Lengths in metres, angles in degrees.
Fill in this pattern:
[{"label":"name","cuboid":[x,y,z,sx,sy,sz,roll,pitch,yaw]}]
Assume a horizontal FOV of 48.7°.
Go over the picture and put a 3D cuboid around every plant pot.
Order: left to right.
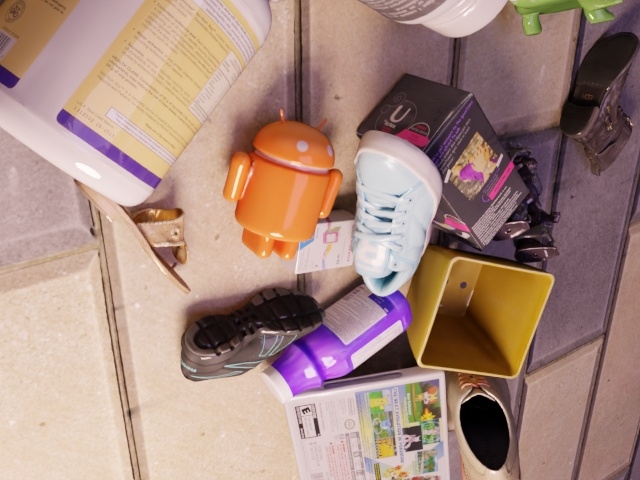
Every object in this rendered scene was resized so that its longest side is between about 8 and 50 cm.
[{"label":"plant pot","cuboid":[0.271,0.111,1.333,0.212,0.187,0.212,10,107,-19]}]

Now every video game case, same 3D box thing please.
[{"label":"video game case","cuboid":[0.098,0.392,1.372,0.300,0.036,0.329,-9,121,-1]}]

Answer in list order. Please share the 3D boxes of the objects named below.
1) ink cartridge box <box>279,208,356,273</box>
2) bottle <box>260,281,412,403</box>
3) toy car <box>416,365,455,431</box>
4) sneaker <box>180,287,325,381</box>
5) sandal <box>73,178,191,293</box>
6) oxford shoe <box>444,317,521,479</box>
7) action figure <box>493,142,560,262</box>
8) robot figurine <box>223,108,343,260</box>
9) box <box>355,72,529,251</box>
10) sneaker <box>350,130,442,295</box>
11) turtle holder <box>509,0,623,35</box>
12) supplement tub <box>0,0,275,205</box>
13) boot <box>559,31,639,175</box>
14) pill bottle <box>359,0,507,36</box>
[{"label":"ink cartridge box","cuboid":[0.000,0.000,1.183,0.122,0.052,0.088,-8,117,-36]},{"label":"bottle","cuboid":[0.027,0.179,1.247,0.283,0.118,0.092,-34,129,-21]},{"label":"toy car","cuboid":[0.240,0.359,1.525,0.155,0.149,0.188,-32,156,-16]},{"label":"sneaker","cuboid":[-0.113,0.155,1.162,0.267,0.101,0.106,-13,141,-34]},{"label":"sandal","cuboid":[-0.225,-0.023,0.973,0.079,0.088,0.240,-42,126,-6]},{"label":"oxford shoe","cuboid":[0.303,0.290,1.348,0.140,0.397,0.146,-12,138,1]},{"label":"action figure","cuboid":[0.400,-0.077,1.363,0.185,0.099,0.285,51,37,-22]},{"label":"robot figurine","cuboid":[-0.054,-0.082,1.049,0.158,0.128,0.219,17,104,3]},{"label":"box","cuboid":[0.212,-0.130,1.206,0.143,0.165,0.270,-50,131,-7]},{"label":"sneaker","cuboid":[0.110,-0.019,1.114,0.366,0.135,0.150,68,42,-58]},{"label":"turtle holder","cuboid":[0.407,-0.476,1.170,0.320,0.243,0.227,-11,97,5]},{"label":"supplement tub","cuboid":[-0.205,-0.231,0.783,0.331,0.241,0.241,-54,133,-3]},{"label":"boot","cuboid":[0.617,-0.286,1.511,0.229,0.091,0.263,20,102,-47]},{"label":"pill bottle","cuboid":[0.095,-0.416,0.947,0.361,0.204,0.204,13,103,-41]}]
